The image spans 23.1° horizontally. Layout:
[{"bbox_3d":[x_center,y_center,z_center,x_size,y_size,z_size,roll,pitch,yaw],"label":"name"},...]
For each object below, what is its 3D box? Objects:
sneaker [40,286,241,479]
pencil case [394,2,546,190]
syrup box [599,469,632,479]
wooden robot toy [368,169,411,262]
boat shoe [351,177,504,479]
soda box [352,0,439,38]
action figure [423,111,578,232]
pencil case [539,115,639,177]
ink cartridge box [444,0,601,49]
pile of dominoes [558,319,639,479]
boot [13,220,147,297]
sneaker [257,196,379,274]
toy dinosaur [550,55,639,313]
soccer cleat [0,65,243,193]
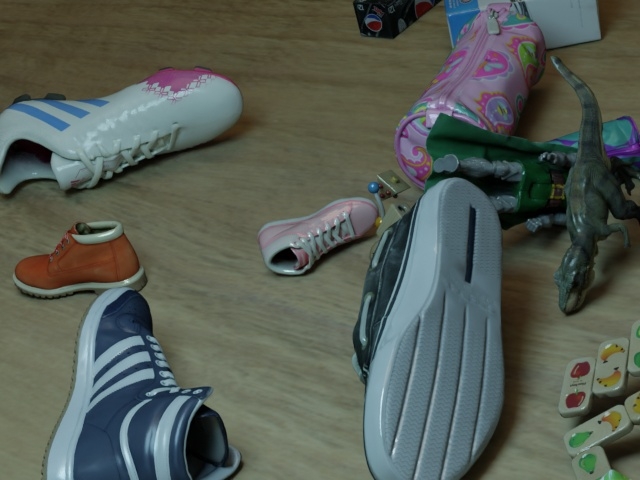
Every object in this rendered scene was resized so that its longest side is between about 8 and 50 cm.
[{"bbox_3d":[-0.147,0.138,1.415,0.153,0.099,0.282,-12,36,15],"label":"sneaker"},{"bbox_3d":[0.176,-0.166,1.788,0.124,0.124,0.284,0,33,24],"label":"pencil case"},{"bbox_3d":[0.203,0.269,1.005,0.093,0.096,0.237,29,29,-10],"label":"syrup box"},{"bbox_3d":[0.087,0.010,1.589,0.076,0.079,0.173,4,42,-38],"label":"wooden robot toy"},{"bbox_3d":[0.089,0.097,1.381,0.119,0.121,0.335,-38,25,43],"label":"boat shoe"},{"bbox_3d":[0.119,-0.343,2.187,0.060,0.053,0.169,11,38,36],"label":"soda box"},{"bbox_3d":[0.207,-0.053,1.563,0.232,0.137,0.063,-1,17,-35],"label":"action figure"},{"bbox_3d":[0.268,-0.083,1.656,0.151,0.064,0.070,-17,10,-4],"label":"pencil case"},{"bbox_3d":[0.258,-0.304,2.028,0.190,0.082,0.140,-9,30,7],"label":"ink cartridge box"},{"bbox_3d":[0.296,0.102,1.240,0.251,0.040,0.196,-31,34,12],"label":"pile of dominoes"},{"bbox_3d":[-0.272,0.015,1.705,0.158,0.085,0.059,-4,32,20],"label":"boot"},{"bbox_3d":[0.000,0.000,1.647,0.134,0.051,0.070,-15,31,5],"label":"sneaker"},{"bbox_3d":[0.277,-0.050,1.524,0.064,0.118,0.268,-28,50,46],"label":"toy dinosaur"},{"bbox_3d":[-0.255,-0.121,1.930,0.331,0.116,0.143,-8,45,15],"label":"soccer cleat"}]
